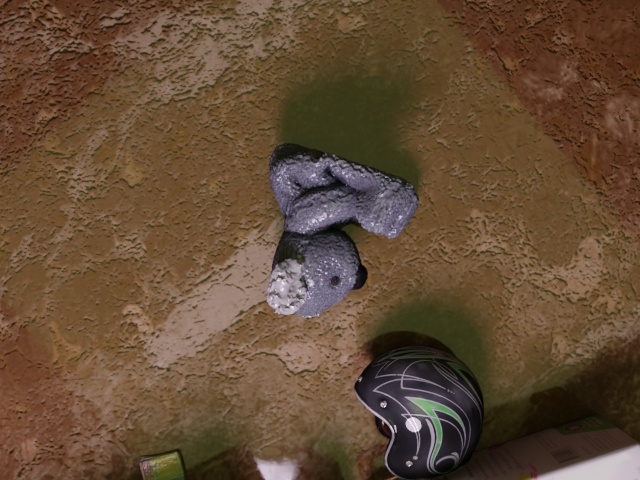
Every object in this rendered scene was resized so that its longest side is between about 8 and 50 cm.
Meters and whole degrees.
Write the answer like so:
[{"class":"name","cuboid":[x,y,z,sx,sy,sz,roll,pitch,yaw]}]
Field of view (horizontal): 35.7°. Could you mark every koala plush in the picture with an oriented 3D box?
[{"class":"koala plush","cuboid":[0.000,0.000,1.319,0.203,0.196,0.221,20,92,10]}]

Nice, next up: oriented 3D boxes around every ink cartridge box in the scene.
[{"class":"ink cartridge box","cuboid":[0.243,0.353,1.312,0.354,0.207,0.119,-17,91,1]}]

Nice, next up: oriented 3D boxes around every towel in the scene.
[{"class":"towel","cuboid":[-0.219,0.341,1.406,0.060,0.009,0.083,-14,93,-1]}]

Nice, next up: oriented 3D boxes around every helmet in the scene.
[{"class":"helmet","cuboid":[0.133,0.220,1.331,0.170,0.169,0.161,-8,108,0]}]
